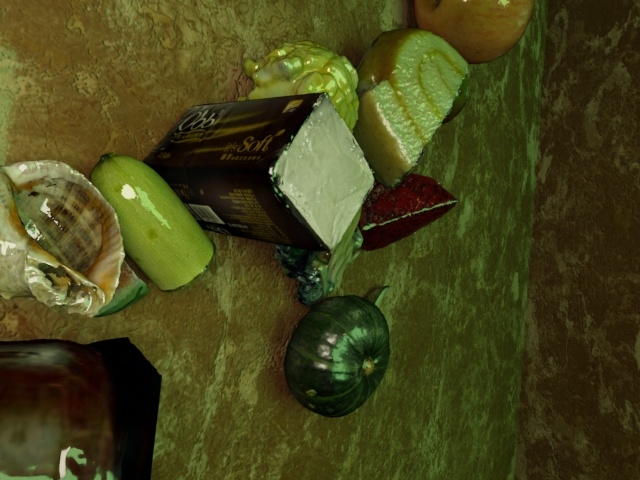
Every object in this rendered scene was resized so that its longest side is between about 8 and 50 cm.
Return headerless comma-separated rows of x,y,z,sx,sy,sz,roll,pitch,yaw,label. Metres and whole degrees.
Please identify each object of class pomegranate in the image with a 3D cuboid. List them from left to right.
0.353,-0.465,1.583,0.246,0.198,0.199,61,44,-66,pomegranate

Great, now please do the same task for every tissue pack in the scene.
-0.120,-0.115,0.921,0.210,0.369,0.198,49,61,-41,tissue pack

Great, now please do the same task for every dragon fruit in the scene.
0.193,-0.084,1.477,0.316,0.205,0.152,-17,68,-21,dragon fruit

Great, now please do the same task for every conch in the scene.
-0.416,0.003,0.722,0.291,0.159,0.210,46,34,-8,conch

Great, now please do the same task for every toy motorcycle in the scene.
0.000,0.000,1.169,0.237,0.168,0.410,-61,163,-18,toy motorcycle

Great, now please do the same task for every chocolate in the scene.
-0.426,0.255,0.586,0.331,0.383,0.384,36,66,-43,chocolate

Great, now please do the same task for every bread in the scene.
0.185,-0.356,1.353,0.264,0.239,0.395,36,61,-8,bread

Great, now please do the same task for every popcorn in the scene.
-0.044,-0.295,1.099,0.293,0.292,0.237,37,71,-45,popcorn

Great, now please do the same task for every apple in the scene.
0.454,-0.726,1.587,0.363,0.363,0.365,-5,97,-50,apple

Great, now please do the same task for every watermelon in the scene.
-0.352,0.058,0.854,0.097,0.121,0.158,-33,116,-19,watermelon

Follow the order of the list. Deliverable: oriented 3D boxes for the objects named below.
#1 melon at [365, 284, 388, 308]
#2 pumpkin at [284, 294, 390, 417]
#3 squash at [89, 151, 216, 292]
0.154,0.199,1.519,0.098,0.054,0.182,48,58,-48,melon
0.039,0.276,1.269,0.300,0.207,0.301,-33,133,-44,pumpkin
-0.298,-0.038,0.891,0.133,0.132,0.247,-57,131,-31,squash
